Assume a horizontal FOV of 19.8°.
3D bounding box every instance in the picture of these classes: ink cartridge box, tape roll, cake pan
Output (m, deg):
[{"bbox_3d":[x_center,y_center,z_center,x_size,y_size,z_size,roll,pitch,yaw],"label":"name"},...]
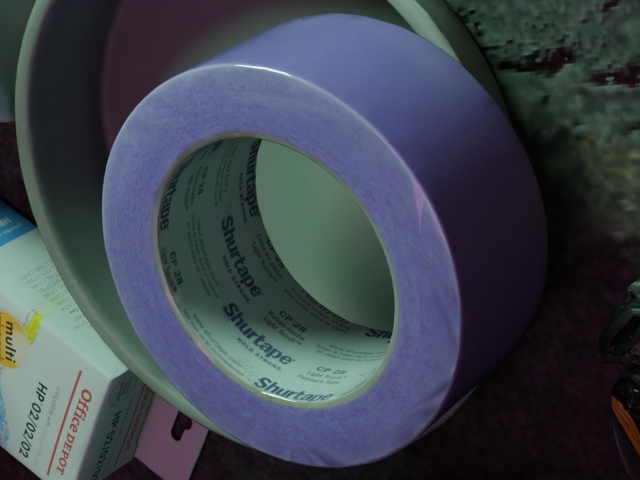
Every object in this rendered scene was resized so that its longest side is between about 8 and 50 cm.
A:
[{"bbox_3d":[-0.150,0.071,1.039,0.181,0.061,0.104,35,129,18],"label":"ink cartridge box"},{"bbox_3d":[0.000,0.000,0.814,0.189,0.080,0.189,16,120,30],"label":"tape roll"},{"bbox_3d":[-0.024,-0.032,0.903,0.293,0.054,0.293,16,120,29],"label":"cake pan"}]

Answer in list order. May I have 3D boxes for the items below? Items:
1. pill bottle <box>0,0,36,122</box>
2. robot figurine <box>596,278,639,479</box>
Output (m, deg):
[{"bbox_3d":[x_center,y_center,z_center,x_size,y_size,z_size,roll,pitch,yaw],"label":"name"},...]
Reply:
[{"bbox_3d":[-0.218,-0.101,0.994,0.137,0.078,0.078,2,113,36],"label":"pill bottle"},{"bbox_3d":[0.221,0.038,0.723,0.211,0.085,0.291,22,127,13],"label":"robot figurine"}]
